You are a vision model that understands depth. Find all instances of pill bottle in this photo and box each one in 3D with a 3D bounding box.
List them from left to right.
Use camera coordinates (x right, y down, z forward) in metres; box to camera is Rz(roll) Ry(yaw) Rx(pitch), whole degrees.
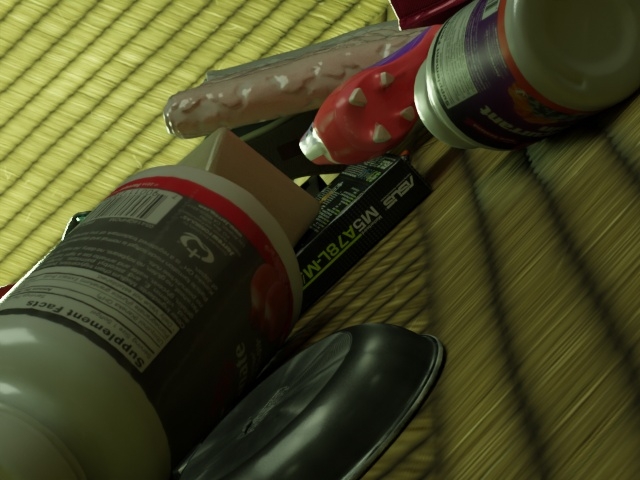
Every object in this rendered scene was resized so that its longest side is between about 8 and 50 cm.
[{"bbox_3d":[-0.155,0.095,1.293,0.176,0.176,0.318,-36,10,42],"label":"pill bottle"},{"bbox_3d":[0.138,-0.121,1.251,0.108,0.108,0.193,-46,8,-21],"label":"pill bottle"}]

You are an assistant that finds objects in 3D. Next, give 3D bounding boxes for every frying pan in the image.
[{"bbox_3d":[-0.032,0.113,1.075,0.197,0.053,0.326,-44,10,-11],"label":"frying pan"}]

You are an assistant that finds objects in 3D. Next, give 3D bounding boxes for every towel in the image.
[{"bbox_3d":[0.022,-0.176,1.843,0.331,0.053,0.317,-14,10,5],"label":"towel"}]

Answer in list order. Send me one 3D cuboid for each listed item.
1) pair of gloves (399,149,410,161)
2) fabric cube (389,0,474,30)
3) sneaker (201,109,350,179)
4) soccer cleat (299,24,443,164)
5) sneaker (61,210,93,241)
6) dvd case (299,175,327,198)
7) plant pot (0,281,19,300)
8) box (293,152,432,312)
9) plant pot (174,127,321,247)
[{"bbox_3d":[0.050,-0.051,1.695,0.083,0.010,0.074,-38,7,18],"label":"pair of gloves"},{"bbox_3d":[0.154,-0.327,1.352,0.259,0.258,0.254,-23,0,21],"label":"fabric cube"},{"bbox_3d":[-0.026,-0.116,1.896,0.222,0.083,0.118,-17,24,1],"label":"sneaker"},{"bbox_3d":[0.086,-0.134,1.553,0.248,0.083,0.095,-33,6,-36],"label":"soccer cleat"},{"bbox_3d":[-0.175,-0.009,1.966,0.295,0.124,0.178,-48,-24,8],"label":"sneaker"},{"bbox_3d":[-0.060,0.012,1.841,0.179,0.029,0.239,-42,8,5],"label":"dvd case"},{"bbox_3d":[-0.228,0.122,1.527,0.174,0.191,0.191,-25,18,42],"label":"plant pot"},{"bbox_3d":[0.000,0.000,1.544,0.184,0.045,0.190,-46,8,-3],"label":"box"},{"bbox_3d":[-0.083,-0.004,1.471,0.109,0.109,0.096,-36,23,41],"label":"plant pot"}]
